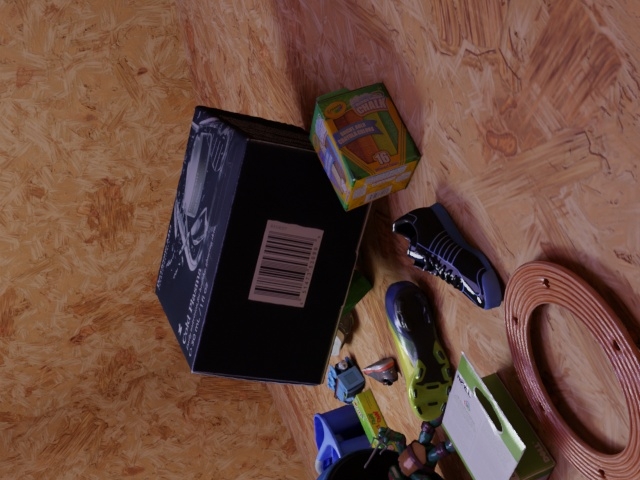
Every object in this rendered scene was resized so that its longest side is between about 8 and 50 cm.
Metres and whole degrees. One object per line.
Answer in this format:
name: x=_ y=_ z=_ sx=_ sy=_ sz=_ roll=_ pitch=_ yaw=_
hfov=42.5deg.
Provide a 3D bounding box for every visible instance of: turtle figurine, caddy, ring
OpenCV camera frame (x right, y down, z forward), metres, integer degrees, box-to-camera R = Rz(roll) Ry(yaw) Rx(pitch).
turtle figurine: x=0.193 y=0.447 z=1.701 sx=0.175 sy=0.234 sz=0.118 roll=49 pitch=-159 yaw=22
caddy: x=0.067 y=0.647 z=2.475 sx=0.341 sy=0.179 sz=0.241 roll=87 pitch=159 yaw=-49
ring: x=0.352 y=0.183 z=1.110 sx=0.336 sy=0.032 sz=0.337 roll=159 pitch=90 yaw=-76

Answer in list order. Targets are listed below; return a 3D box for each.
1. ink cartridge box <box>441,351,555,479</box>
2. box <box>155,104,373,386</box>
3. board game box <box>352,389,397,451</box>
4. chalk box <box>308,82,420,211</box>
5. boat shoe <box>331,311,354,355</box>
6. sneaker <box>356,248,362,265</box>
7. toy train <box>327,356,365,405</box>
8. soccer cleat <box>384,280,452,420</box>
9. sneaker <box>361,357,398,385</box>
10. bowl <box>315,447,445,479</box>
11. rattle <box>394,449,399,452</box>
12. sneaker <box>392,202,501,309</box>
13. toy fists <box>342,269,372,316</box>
ink cartridge box: x=0.297 y=0.304 z=1.346 sx=0.255 sy=0.097 sz=0.189 roll=91 pitch=155 yaw=-51
box: x=-0.141 y=-0.007 z=1.791 sx=0.472 sy=0.297 sz=0.480 roll=-140 pitch=62 yaw=-66
board game box: x=0.148 y=0.510 z=2.262 sx=0.092 sy=0.043 sz=0.181 roll=103 pitch=145 yaw=-65
chalk box: x=0.065 y=-0.187 z=1.470 sx=0.132 sy=0.132 sz=0.213 roll=107 pitch=140 yaw=-67
boat shoe: x=0.030 y=0.244 z=2.255 sx=0.109 sy=0.091 sz=0.305 roll=31 pitch=163 yaw=2
sneaker: x=0.000 y=0.000 z=1.968 sx=0.227 sy=0.130 sz=0.087 roll=-124 pitch=22 yaw=-49
toy train: x=0.071 y=0.408 z=2.350 sx=0.105 sy=0.080 sz=0.184 roll=56 pitch=161 yaw=26
soccer cleat: x=0.192 y=0.215 z=1.632 sx=0.121 sy=0.093 sz=0.289 roll=-141 pitch=36 yaw=-74
sneaker: x=0.147 y=0.328 z=2.002 sx=0.065 sy=0.061 sz=0.158 roll=63 pitch=166 yaw=4
bowl: x=0.159 y=0.604 z=1.730 sx=0.391 sy=0.391 sz=0.077 roll=58 pitch=134 yaw=40
rattle: x=0.184 y=0.641 z=2.132 sx=0.130 sy=0.142 sz=0.200 roll=40 pitch=145 yaw=28
sneaker: x=0.202 y=0.034 z=1.340 sx=0.081 sy=0.090 sz=0.232 roll=85 pitch=160 yaw=-45
toy fists: x=0.022 y=0.142 z=1.996 sx=0.096 sy=0.142 sz=0.279 roll=46 pitch=165 yaw=-4
